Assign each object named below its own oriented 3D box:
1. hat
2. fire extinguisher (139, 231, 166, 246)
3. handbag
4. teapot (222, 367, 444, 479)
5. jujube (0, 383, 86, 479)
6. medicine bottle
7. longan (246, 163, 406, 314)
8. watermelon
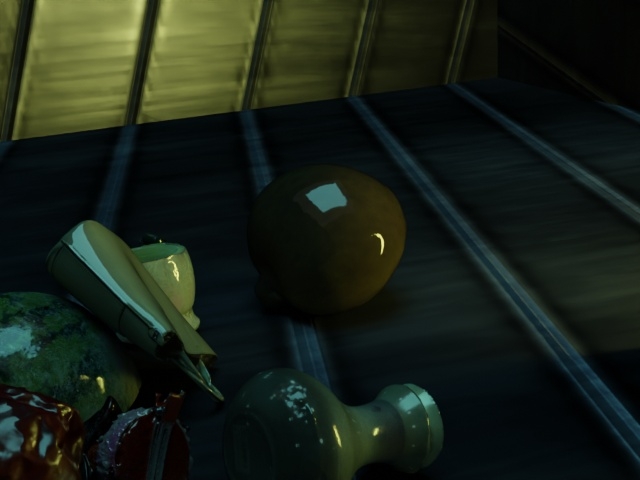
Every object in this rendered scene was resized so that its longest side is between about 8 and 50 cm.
[{"bbox_3d":[-0.258,0.253,1.314,0.227,0.140,0.129,-5,2,41],"label":"hat"},{"bbox_3d":[-0.355,0.001,2.261,0.038,0.025,0.083,-38,32,-23],"label":"fire extinguisher"},{"bbox_3d":[-0.239,0.109,1.568,0.315,0.109,0.241,37,-4,18],"label":"handbag"},{"bbox_3d":[0.018,0.233,1.259,0.251,0.183,0.183,-1,13,-39],"label":"teapot"},{"bbox_3d":[-0.423,0.273,1.165,0.342,0.216,0.216,-9,18,0],"label":"jujube"},{"bbox_3d":[-0.278,0.088,1.778,0.147,0.143,0.147,-7,12,1],"label":"medicine bottle"},{"bbox_3d":[0.000,0.000,1.870,0.300,0.243,0.300,-28,34,21],"label":"longan"},{"bbox_3d":[-0.376,0.181,1.506,0.260,0.256,0.176,-20,-21,-23],"label":"watermelon"}]
